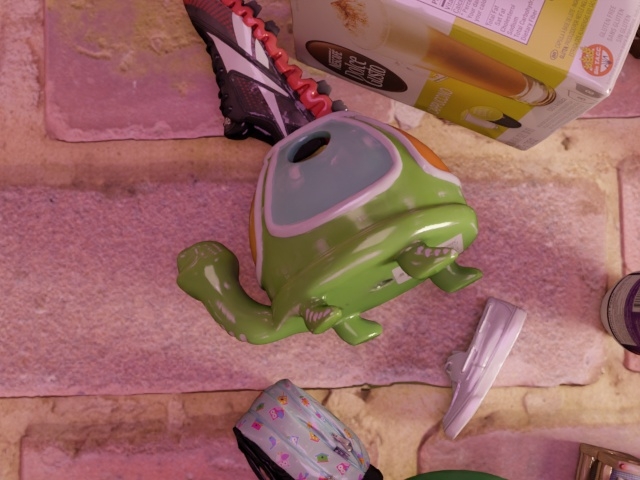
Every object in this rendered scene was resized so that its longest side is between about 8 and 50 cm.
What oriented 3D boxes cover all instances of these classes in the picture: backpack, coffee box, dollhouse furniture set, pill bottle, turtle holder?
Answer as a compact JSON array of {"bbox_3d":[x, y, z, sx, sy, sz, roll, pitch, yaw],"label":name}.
[{"bbox_3d":[-0.016,0.255,0.995,0.182,0.152,0.115,41,71,6],"label":"backpack"},{"bbox_3d":[0.176,-0.337,0.934,0.334,0.337,0.338,22,86,1],"label":"coffee box"},{"bbox_3d":[0.408,0.334,0.993,0.184,0.129,0.129,13,86,0],"label":"dollhouse furniture set"},{"bbox_3d":[0.402,0.086,0.979,0.108,0.193,0.108,0,87,-1],"label":"pill bottle"},{"bbox_3d":[0.015,-0.003,0.981,0.320,0.243,0.227,-37,70,32],"label":"turtle holder"}]

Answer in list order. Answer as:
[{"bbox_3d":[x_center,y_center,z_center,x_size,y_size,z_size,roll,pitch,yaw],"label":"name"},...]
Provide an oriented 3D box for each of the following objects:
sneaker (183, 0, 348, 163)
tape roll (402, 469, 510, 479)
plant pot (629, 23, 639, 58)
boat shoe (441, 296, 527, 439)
[{"bbox_3d":[-0.093,-0.204,1.037,0.135,0.097,0.276,-41,89,-6],"label":"sneaker"},{"bbox_3d":[0.167,0.426,0.946,0.321,0.077,0.321,4,102,18],"label":"tape roll"},{"bbox_3d":[0.470,-0.294,1.032,0.167,0.167,0.165,40,93,2],"label":"plant pot"},{"bbox_3d":[0.190,0.155,1.038,0.063,0.066,0.184,28,88,15],"label":"boat shoe"}]
